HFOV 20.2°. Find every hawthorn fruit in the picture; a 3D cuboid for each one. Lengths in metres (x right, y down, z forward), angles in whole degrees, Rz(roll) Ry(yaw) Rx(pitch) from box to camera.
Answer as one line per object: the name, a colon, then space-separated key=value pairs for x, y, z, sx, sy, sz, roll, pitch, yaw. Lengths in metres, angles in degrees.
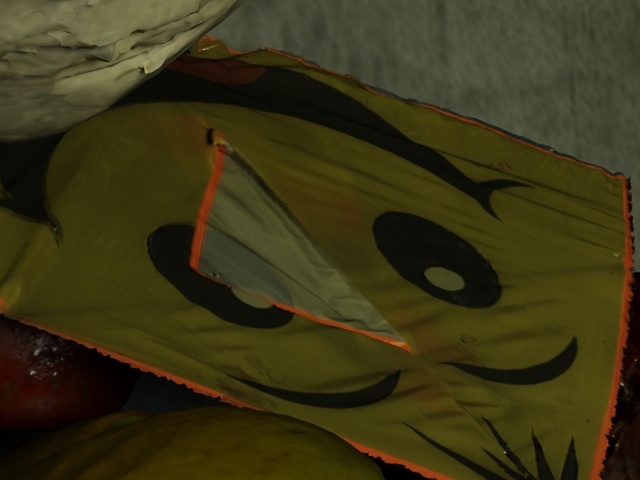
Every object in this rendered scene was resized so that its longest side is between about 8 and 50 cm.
hawthorn fruit: x=-0.109 y=0.034 z=0.644 sx=0.093 sy=0.093 sz=0.093 roll=17 pitch=63 yaw=-38

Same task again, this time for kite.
kite: x=0.001 y=-0.002 z=0.659 sx=0.377 sy=0.013 sz=0.327 roll=-1 pitch=34 yaw=-37

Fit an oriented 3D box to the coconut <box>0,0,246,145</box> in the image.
coconut: x=-0.120 y=-0.214 z=0.549 sx=0.360 sy=0.346 sz=0.346 roll=-45 pitch=106 yaw=-37

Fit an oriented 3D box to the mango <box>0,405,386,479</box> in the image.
mango: x=-0.061 y=0.121 z=0.541 sx=0.167 sy=0.262 sz=0.130 roll=-44 pitch=107 yaw=-20

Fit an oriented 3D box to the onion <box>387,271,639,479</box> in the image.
onion: x=0.143 y=0.151 z=0.738 sx=0.221 sy=0.281 sz=0.281 roll=-18 pitch=86 yaw=-12
